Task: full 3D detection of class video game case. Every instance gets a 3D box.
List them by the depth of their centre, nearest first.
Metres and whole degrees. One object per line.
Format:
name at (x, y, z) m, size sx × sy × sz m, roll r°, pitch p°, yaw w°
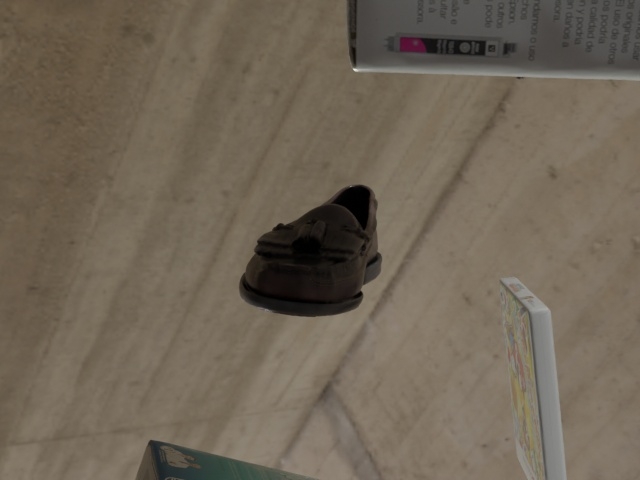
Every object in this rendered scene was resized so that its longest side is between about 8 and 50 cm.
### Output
video game case at (0.232, 0.167, 0.982) m, size 0.206 × 0.026 × 0.226 m, roll -63°, pitch 147°, yaw -83°

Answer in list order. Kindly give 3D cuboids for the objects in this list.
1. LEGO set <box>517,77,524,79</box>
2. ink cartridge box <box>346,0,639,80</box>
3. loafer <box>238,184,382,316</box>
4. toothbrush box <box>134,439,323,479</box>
LEGO set at (0.228, -0.190, 0.941) m, size 0.054 × 0.023 × 0.083 m, roll -60°, pitch -142°, yaw 9°
ink cartridge box at (0.200, -0.161, 0.522) m, size 0.330 × 0.324 × 0.071 m, roll 6°, pitch -64°, yaw 9°
loafer at (0.000, 0.000, 0.818) m, size 0.109 × 0.302 × 0.095 m, roll 9°, pitch -82°, yaw 11°
toothbrush box at (-0.067, 0.358, 0.925) m, size 0.216 × 0.296 × 0.126 m, roll -70°, pitch -162°, yaw 4°
